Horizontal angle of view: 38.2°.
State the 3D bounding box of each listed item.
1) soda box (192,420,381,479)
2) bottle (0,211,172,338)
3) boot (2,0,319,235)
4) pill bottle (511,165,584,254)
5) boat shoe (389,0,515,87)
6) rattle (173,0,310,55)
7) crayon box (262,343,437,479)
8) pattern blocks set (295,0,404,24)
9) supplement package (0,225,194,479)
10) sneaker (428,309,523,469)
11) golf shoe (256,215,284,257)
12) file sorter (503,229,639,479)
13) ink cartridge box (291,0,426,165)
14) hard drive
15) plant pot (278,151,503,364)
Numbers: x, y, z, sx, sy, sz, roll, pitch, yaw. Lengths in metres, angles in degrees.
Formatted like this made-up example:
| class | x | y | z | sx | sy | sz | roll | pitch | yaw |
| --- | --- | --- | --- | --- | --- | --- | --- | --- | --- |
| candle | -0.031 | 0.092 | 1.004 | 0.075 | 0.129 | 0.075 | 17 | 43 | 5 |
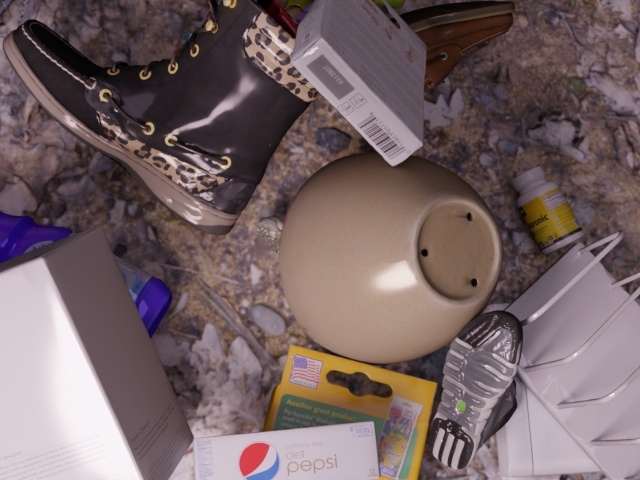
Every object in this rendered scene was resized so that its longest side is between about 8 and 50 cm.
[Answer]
| class | x | y | z | sx | sy | sz | roll | pitch | yaw |
| --- | --- | --- | --- | --- | --- | --- | --- | --- | --- |
| soda box | -0.042 | 0.259 | 1.101 | 0.216 | 0.074 | 0.069 | -3 | 78 | -7 |
| bottle | -0.334 | 0.044 | 1.183 | 0.283 | 0.092 | 0.118 | 30 | 81 | -1 |
| boot | -0.186 | -0.220 | 1.177 | 0.377 | 0.138 | 0.284 | 41 | 109 | -1 |
| pill bottle | 0.317 | -0.043 | 1.306 | 0.065 | 0.065 | 0.116 | -25 | 82 | -12 |
| boat shoe | 0.144 | -0.272 | 1.323 | 0.307 | 0.111 | 0.104 | -17 | 109 | -18 |
| rattle | -0.088 | -0.263 | 1.318 | 0.200 | 0.143 | 0.130 | -33 | 51 | 2 |
| crayon box | 0.013 | 0.315 | 1.177 | 0.203 | 0.083 | 0.322 | 15 | 77 | -4 |
| pattern blocks set | -0.003 | -0.411 | 1.300 | 0.285 | 0.026 | 0.324 | 21 | 52 | -5 |
| supplement package | -0.296 | 0.158 | 1.059 | 0.178 | 0.175 | 0.293 | -20 | 99 | 12 |
| sneaker | 0.214 | 0.172 | 1.169 | 0.086 | 0.228 | 0.132 | 34 | 31 | 28 |
| golf shoe | 0.000 | 0.000 | 1.259 | 0.176 | 0.069 | 0.086 | 29 | 69 | -11 |
| file sorter | 0.384 | 0.149 | 1.171 | 0.193 | 0.173 | 0.277 | -40 | 85 | -14 |
| ink cartridge box | 0.055 | -0.229 | 1.147 | 0.189 | 0.066 | 0.232 | 42 | 30 | -27 |
| hard drive | 0.413 | 0.198 | 1.276 | 0.353 | 0.047 | 0.233 | -1 | 78 | -8 |
| plant pot | 0.117 | 0.017 | 1.155 | 0.284 | 0.191 | 0.284 | 3 | 85 | -29 |
